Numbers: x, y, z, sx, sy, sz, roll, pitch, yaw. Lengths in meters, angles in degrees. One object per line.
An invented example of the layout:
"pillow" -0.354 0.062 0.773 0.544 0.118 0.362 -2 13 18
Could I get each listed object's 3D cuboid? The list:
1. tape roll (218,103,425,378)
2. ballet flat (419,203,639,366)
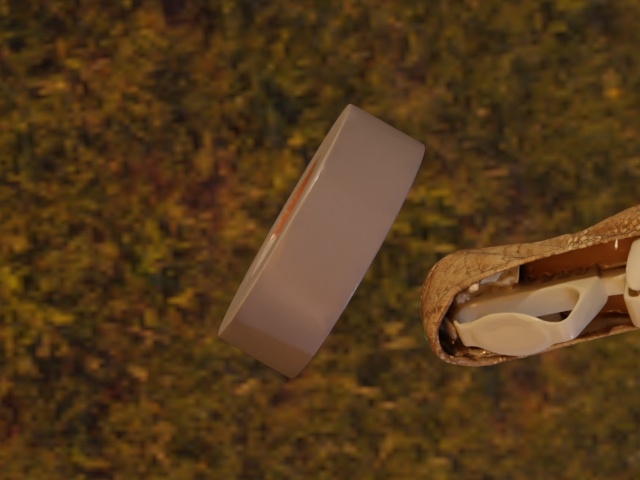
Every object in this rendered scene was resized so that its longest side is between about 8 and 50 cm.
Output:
"tape roll" 0.000 0.000 1.572 0.072 0.219 0.219 29 55 -5
"ballet flat" 0.144 0.026 0.968 0.073 0.206 0.067 61 28 -24
